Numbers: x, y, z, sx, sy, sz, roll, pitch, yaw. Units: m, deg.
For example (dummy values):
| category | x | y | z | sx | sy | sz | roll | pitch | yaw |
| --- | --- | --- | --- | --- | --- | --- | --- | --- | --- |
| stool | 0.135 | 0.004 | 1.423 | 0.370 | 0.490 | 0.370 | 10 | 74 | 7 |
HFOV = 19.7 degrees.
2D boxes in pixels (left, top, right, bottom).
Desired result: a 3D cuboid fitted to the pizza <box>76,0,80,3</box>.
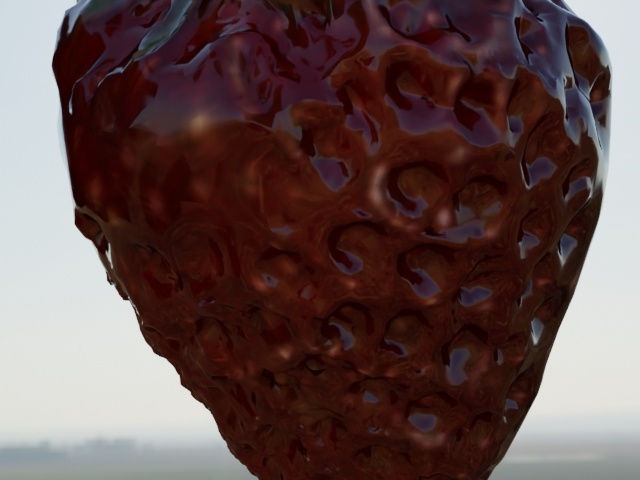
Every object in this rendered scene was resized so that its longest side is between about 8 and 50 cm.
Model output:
| category | x | y | z | sx | sy | sz | roll | pitch | yaw |
| --- | --- | --- | --- | --- | --- | --- | --- | --- | --- |
| pizza | -0.135 | -0.197 | 1.376 | 0.046 | 0.175 | 0.134 | 39 | 38 | 19 |

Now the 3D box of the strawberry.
| category | x | y | z | sx | sy | sz | roll | pitch | yaw |
| --- | --- | --- | --- | --- | --- | --- | --- | --- | --- |
| strawberry | 0.000 | 0.000 | 1.018 | 0.317 | 0.345 | 0.295 | 3 | 10 | 24 |
